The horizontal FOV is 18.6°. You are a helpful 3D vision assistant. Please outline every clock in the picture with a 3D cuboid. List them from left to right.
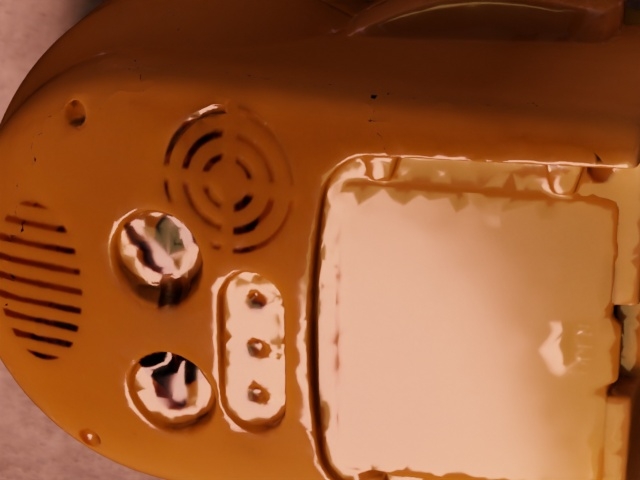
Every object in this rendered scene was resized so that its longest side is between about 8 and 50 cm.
[{"bbox_3d":[0.000,0.000,0.856,0.317,0.200,0.244,7,111,13],"label":"clock"}]
